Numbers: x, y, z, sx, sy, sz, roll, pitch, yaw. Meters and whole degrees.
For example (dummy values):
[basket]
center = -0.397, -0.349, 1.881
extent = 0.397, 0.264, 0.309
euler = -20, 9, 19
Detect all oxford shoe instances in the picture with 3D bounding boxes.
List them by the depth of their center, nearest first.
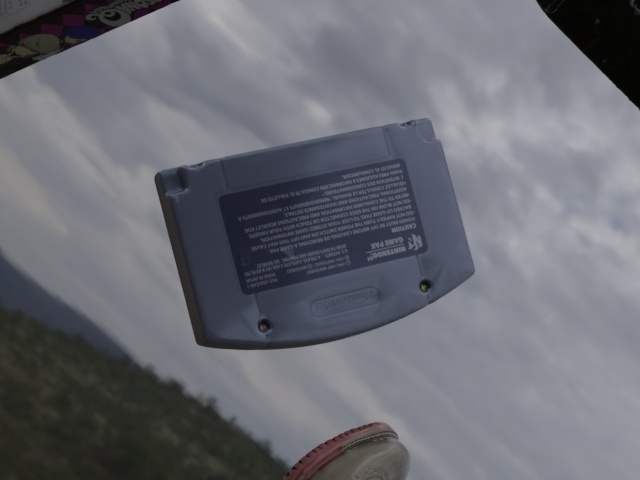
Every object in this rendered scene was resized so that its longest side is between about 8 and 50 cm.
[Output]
[oxford shoe]
center = -0.007, 0.275, 1.166
extent = 0.130, 0.348, 0.123
euler = 28, -48, 21

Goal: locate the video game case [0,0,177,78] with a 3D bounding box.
[video game case]
center = -0.121, -0.224, 0.776
extent = 0.042, 0.210, 0.232
euler = 29, 45, -60

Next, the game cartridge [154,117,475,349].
[game cartridge]
center = 0.000, 0.000, 1.401
extent = 0.060, 0.294, 0.196
euler = 147, -71, -66

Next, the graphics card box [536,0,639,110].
[graphics card box]
center = 0.180, -0.241, 1.019
extent = 0.233, 0.094, 0.370
euler = 35, 27, -43
